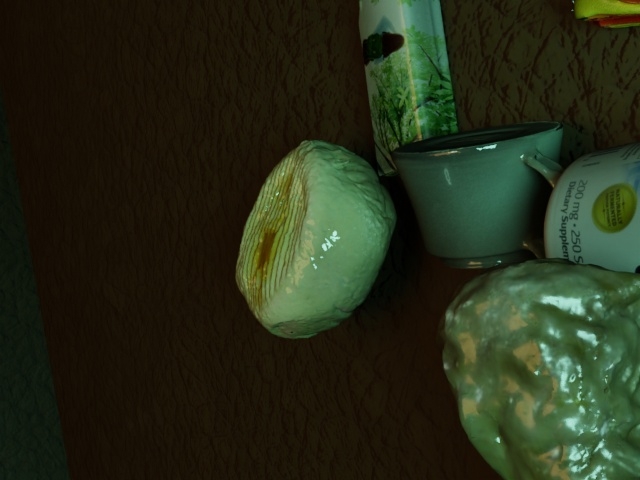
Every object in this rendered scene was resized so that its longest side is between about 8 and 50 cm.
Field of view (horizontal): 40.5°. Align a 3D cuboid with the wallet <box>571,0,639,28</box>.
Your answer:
[{"bbox_3d":[0.279,-0.296,0.692,0.141,0.067,0.241,15,106,51],"label":"wallet"}]

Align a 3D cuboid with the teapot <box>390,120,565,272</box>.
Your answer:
[{"bbox_3d":[0.162,-0.027,0.824,0.239,0.163,0.148,11,113,62],"label":"teapot"}]

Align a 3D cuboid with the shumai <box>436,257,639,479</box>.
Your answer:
[{"bbox_3d":[0.204,0.194,0.595,0.217,0.346,0.283,-15,48,56],"label":"shumai"}]

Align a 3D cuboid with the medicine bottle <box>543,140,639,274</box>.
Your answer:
[{"bbox_3d":[0.313,-0.010,0.604,0.289,0.157,0.156,-10,86,55],"label":"medicine bottle"}]

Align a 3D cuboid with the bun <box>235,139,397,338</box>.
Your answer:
[{"bbox_3d":[0.000,0.000,1.050,0.244,0.153,0.243,-35,46,47],"label":"bun"}]

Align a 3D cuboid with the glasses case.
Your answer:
[{"bbox_3d":[0.089,-0.213,0.971,0.095,0.062,0.272,-13,84,54],"label":"glasses case"}]
